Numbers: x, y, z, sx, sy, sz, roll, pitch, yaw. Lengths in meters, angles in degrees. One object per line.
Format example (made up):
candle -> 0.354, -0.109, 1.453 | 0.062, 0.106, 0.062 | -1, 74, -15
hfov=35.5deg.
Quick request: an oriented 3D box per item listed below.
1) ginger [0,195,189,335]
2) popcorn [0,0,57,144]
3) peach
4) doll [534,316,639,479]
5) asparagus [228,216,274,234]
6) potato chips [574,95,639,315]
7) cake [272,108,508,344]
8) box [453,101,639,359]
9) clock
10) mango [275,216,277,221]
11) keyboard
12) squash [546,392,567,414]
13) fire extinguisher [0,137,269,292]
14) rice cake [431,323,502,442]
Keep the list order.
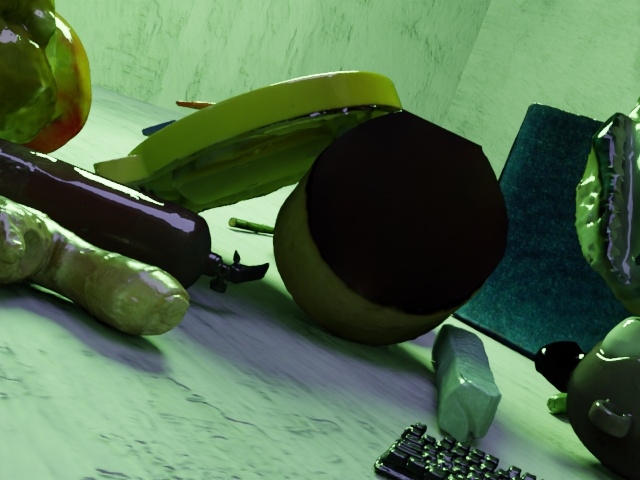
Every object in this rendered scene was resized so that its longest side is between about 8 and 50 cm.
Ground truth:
ginger -> -0.191, 0.011, 0.663 | 0.214, 0.059, 0.133 | 25, 1, 20
popcorn -> -0.361, -0.201, 0.850 | 0.247, 0.282, 0.282 | -7, -4, 23
peach -> -0.354, -0.179, 1.122 | 0.197, 0.197, 0.197 | 20, 8, -3
doll -> 0.289, 0.136, 0.818 | 0.182, 0.117, 0.257 | 35, 12, 38
asparagus -> -0.076, -0.016, 1.302 | 0.127, 0.018, 0.015 | 9, 49, -55
potato chips -> 0.388, 0.000, 0.872 | 0.358, 0.070, 0.429 | 29, 37, -6
cake -> 0.056, 0.004, 0.930 | 0.185, 0.207, 0.178 | 52, -19, 7
box -> 0.314, 0.011, 1.150 | 0.116, 0.279, 0.261 | 15, 10, -44
clock -> -0.063, -0.098, 0.963 | 0.293, 0.071, 0.277 | -16, -8, -6
mango -> 0.039, 0.007, 1.126 | 0.156, 0.114, 0.251 | 5, 2, -29
keyboard -> 0.144, 0.166, 0.577 | 0.231, 0.023, 0.072 | 23, 10, 18
squash -> 0.237, 0.150, 0.929 | 0.027, 0.027, 0.089 | 26, 11, 35
fire extinguisher -> -0.173, -0.016, 0.821 | 0.267, 0.072, 0.089 | 21, 11, 1
rice cake -> 0.116, 0.109, 0.817 | 0.042, 0.045, 0.245 | 22, 8, 3
